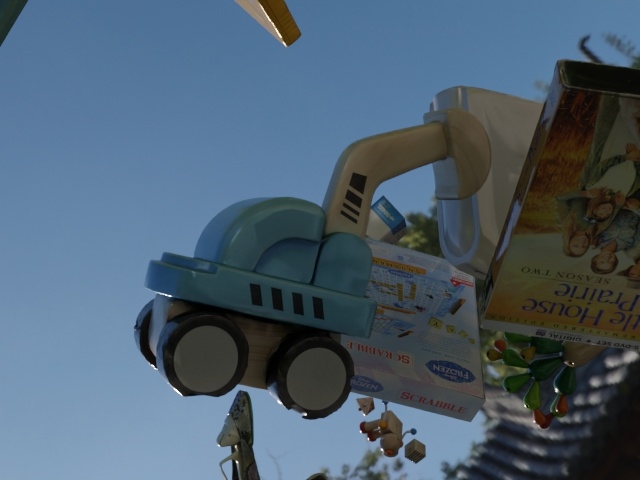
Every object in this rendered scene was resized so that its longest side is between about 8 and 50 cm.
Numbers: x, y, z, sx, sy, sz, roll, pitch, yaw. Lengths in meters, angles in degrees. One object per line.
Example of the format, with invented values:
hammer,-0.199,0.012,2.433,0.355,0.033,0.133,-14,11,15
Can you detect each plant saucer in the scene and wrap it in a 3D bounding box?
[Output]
plant saucer,-0.416,-0.315,1.198,0.192,0.067,0.018,-57,-39,2

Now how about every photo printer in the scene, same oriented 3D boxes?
photo printer,0.300,-0.082,1.481,0.256,0.107,0.307,6,-104,-37

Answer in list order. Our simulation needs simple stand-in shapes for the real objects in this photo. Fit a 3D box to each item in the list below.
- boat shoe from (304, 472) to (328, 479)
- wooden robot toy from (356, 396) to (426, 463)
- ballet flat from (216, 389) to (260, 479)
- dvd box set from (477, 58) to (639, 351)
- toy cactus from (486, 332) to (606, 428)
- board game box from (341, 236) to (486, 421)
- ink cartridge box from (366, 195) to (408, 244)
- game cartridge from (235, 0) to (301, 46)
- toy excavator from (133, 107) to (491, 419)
boat shoe,-0.080,0.716,2.381,0.302,0.109,0.094,-37,-33,-52
wooden robot toy,0.115,0.343,1.547,0.076,0.079,0.173,-28,-60,22
ballet flat,-0.081,0.205,0.883,0.041,0.041,0.114,-9,-88,-48
dvd box set,0.392,-0.020,1.138,0.420,0.308,0.062,99,180,-45
toy cactus,0.385,0.202,1.498,0.181,0.112,0.219,-30,-73,8
board game box,0.108,0.127,1.513,0.318,0.319,0.065,-83,11,-50
ink cartridge box,0.113,0.000,2.247,0.203,0.086,0.148,-40,-15,-3
game cartridge,-0.179,-0.512,1.578,0.053,0.285,0.323,-40,-35,-4
toy excavator,0.000,0.000,1.219,0.433,0.222,0.444,13,-91,-20
